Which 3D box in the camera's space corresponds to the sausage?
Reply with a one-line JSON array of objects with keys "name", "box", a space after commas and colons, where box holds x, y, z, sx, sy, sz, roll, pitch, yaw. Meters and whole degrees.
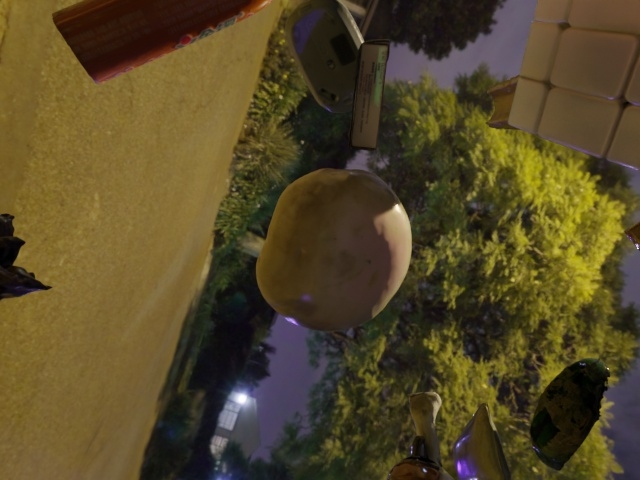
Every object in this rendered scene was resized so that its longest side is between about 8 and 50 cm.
[{"name": "sausage", "box": [-0.177, -0.312, 0.560, 0.312, 0.093, 0.093, -27, -177, -7]}]

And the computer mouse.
[{"name": "computer mouse", "box": [0.035, -0.510, 1.194, 0.095, 0.197, 0.331, -88, 154, -46]}]

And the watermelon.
[{"name": "watermelon", "box": [0.606, 0.417, 1.033, 0.123, 0.129, 0.301, 28, -89, 42]}]

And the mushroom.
[{"name": "mushroom", "box": [0.006, 0.016, 0.929, 0.325, 0.353, 0.353, -42, 166, -44]}]

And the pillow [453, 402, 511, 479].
[{"name": "pillow", "box": [0.389, 0.546, 1.047, 0.303, 0.074, 0.185, 88, 0, -48]}]

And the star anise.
[{"name": "star anise", "box": [-0.307, -0.002, 0.370, 0.070, 0.097, 0.191, 68, -2, -62]}]

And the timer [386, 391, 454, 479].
[{"name": "timer", "box": [0.105, 0.273, 0.328, 0.175, 0.175, 0.266, -90, 157, -78]}]

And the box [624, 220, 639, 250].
[{"name": "box", "box": [0.697, 0.021, 0.850, 0.086, 0.155, 0.023, -33, 169, 2]}]

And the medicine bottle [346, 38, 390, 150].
[{"name": "medicine bottle", "box": [0.083, -0.256, 0.763, 0.201, 0.052, 0.171, -72, 168, -73]}]

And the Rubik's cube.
[{"name": "Rubik's cube", "box": [0.613, -0.343, 0.797, 0.319, 0.321, 0.316, -132, -143, -51]}]

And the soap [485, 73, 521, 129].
[{"name": "soap", "box": [0.671, -0.403, 1.212, 0.335, 0.293, 0.156, -80, 172, -80]}]
